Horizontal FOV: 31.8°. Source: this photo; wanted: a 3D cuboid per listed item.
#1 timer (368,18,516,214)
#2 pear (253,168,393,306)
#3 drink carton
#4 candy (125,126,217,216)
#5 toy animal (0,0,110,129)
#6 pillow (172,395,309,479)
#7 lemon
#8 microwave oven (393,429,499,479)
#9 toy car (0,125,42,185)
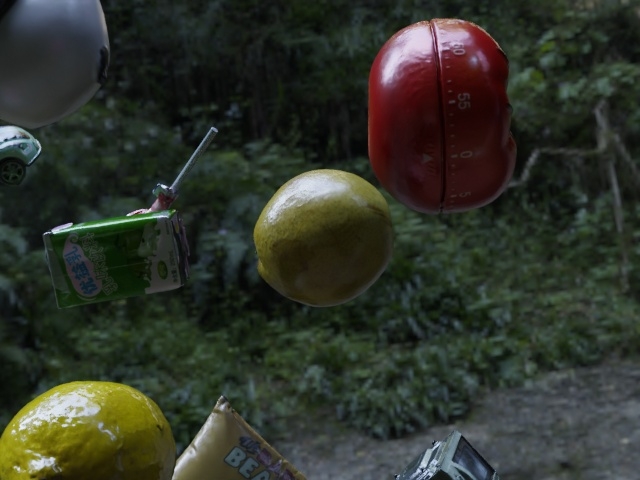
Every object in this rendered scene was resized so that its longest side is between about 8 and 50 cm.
[{"bbox_3d":[0.230,-0.239,2.181,0.279,0.377,0.378,-3,-12,3],"label":"timer"},{"bbox_3d":[0.000,0.000,1.650,0.209,0.208,0.209,-7,-12,-2],"label":"pear"},{"bbox_3d":[-0.403,0.031,2.247,0.271,0.161,0.108,-10,7,1],"label":"drink carton"},{"bbox_3d":[-0.308,-0.089,2.307,0.124,0.124,0.365,6,-49,-48],"label":"candy"},{"bbox_3d":[-0.349,-0.241,1.275,0.187,0.235,0.165,-41,14,27],"label":"toy animal"},{"bbox_3d":[-0.170,0.513,2.128,0.312,0.310,0.119,-49,-4,-13],"label":"pillow"},{"bbox_3d":[-0.321,0.306,1.544,0.236,0.235,0.263,-16,-29,35],"label":"lemon"},{"bbox_3d":[0.188,0.412,1.804,0.163,0.129,0.205,-42,-3,14],"label":"microwave oven"},{"bbox_3d":[-0.661,-0.132,2.028,0.306,0.125,0.136,-30,32,-9],"label":"toy car"}]
